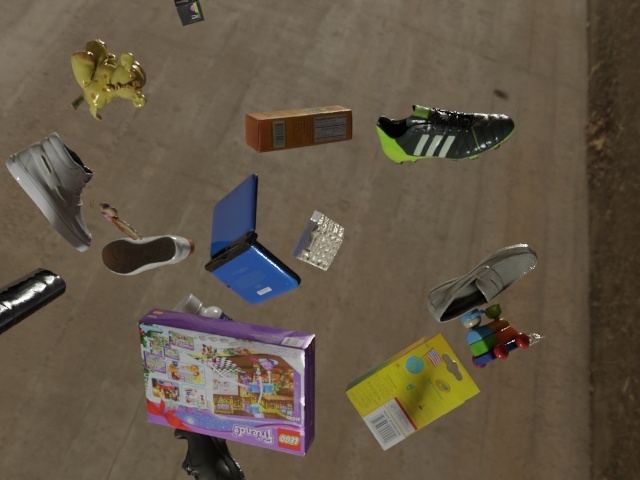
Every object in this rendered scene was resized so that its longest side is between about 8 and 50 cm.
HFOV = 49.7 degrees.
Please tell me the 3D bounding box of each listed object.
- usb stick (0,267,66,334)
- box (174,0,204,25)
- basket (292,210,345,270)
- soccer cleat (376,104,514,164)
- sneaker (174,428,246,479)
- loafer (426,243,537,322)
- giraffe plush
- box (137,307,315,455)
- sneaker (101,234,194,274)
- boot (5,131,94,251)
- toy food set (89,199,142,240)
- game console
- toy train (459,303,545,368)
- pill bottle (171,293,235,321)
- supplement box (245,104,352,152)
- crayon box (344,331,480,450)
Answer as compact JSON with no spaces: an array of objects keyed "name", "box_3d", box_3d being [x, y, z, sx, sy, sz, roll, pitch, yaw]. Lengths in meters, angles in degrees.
[{"name":"usb stick","box_3d":[-0.545,0.111,1.228,0.045,0.077,0.278,-58,1,16]},{"name":"box","box_3d":[-0.289,-0.520,1.494,0.062,0.052,0.083,79,175,-66]},{"name":"basket","box_3d":[0.000,0.000,1.831,0.113,0.103,0.167,-62,2,12]},{"name":"soccer cleat","box_3d":[0.151,-0.138,0.868,0.072,0.179,0.060,55,-135,-36]},{"name":"sneaker","box_3d":[-0.267,0.562,1.704,0.286,0.130,0.109,59,158,23]},{"name":"loafer","box_3d":[0.435,0.120,1.831,0.319,0.112,0.111,-33,29,11]},{"name":"giraffe plush","box_3d":[-0.526,-0.417,1.778,0.181,0.171,0.210,59,-147,-50]},{"name":"box","box_3d":[-0.154,0.231,1.142,0.057,0.293,0.200,-48,-38,-62]},{"name":"sneaker","box_3d":[-0.484,0.041,1.958,0.123,0.290,0.105,-5,-89,-63]},{"name":"boot","box_3d":[-0.505,-0.094,1.397,0.123,0.095,0.258,-34,-45,-10]},{"name":"toy food set","box_3d":[-0.399,-0.041,1.361,0.019,0.122,0.078,-53,9,-20]},{"name":"game console","box_3d":[-0.168,0.007,1.751,0.173,0.250,0.293,-57,15,-28]},{"name":"toy train","box_3d":[0.478,0.228,1.809,0.105,0.248,0.143,-40,70,51]},{"name":"pill bottle","box_3d":[-0.209,0.194,1.341,0.112,0.187,0.112,-44,14,13]},{"name":"supplement box","box_3d":[-0.046,-0.252,1.544,0.078,0.234,0.080,37,131,55]},{"name":"crayon box","box_3d":[0.255,0.412,1.919,0.319,0.202,0.081,-34,-2,10]}]
